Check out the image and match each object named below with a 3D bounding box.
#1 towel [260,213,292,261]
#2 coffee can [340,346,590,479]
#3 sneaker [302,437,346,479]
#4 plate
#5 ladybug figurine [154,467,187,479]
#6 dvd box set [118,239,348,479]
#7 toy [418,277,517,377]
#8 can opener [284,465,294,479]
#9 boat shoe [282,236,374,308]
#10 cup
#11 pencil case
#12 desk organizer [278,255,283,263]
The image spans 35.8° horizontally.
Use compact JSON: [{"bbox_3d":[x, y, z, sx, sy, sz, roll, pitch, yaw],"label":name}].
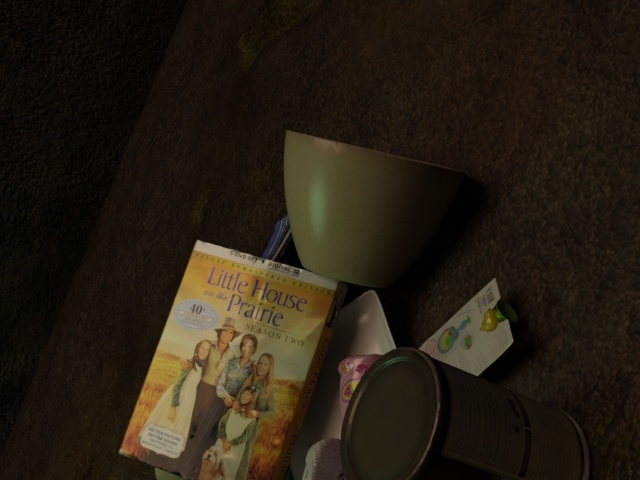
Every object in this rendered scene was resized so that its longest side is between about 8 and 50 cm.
[{"bbox_3d":[-0.101,0.017,2.089,0.243,0.040,0.336,-62,3,-19],"label":"towel"},{"bbox_3d":[0.195,0.281,1.332,0.201,0.275,0.201,-40,37,39],"label":"coffee can"},{"bbox_3d":[-0.025,0.519,1.636,0.210,0.137,0.366,-25,59,49],"label":"sneaker"},{"bbox_3d":[0.039,0.269,1.757,0.277,0.045,0.278,-34,54,20],"label":"plate"},{"bbox_3d":[-0.169,0.315,1.977,0.162,0.305,0.449,26,94,18],"label":"ladybug figurine"},{"bbox_3d":[-0.157,0.234,1.793,0.307,0.062,0.420,16,80,21],"label":"dvd box set"},{"bbox_3d":[0.232,0.186,1.576,0.237,0.056,0.137,-53,28,34],"label":"toy"},{"bbox_3d":[-0.063,0.434,1.894,0.093,0.074,0.280,87,-161,-73],"label":"can opener"},{"bbox_3d":[0.000,0.000,2.010,0.127,0.158,0.340,-51,31,25],"label":"boat shoe"},{"bbox_3d":[0.072,-0.049,1.791,0.331,0.331,0.237,24,101,62],"label":"cup"},{"bbox_3d":[0.093,0.326,1.591,0.124,0.124,0.284,-31,56,47],"label":"pencil case"},{"bbox_3d":[-0.045,0.056,2.163,0.130,0.047,0.050,-17,57,55],"label":"desk organizer"}]
